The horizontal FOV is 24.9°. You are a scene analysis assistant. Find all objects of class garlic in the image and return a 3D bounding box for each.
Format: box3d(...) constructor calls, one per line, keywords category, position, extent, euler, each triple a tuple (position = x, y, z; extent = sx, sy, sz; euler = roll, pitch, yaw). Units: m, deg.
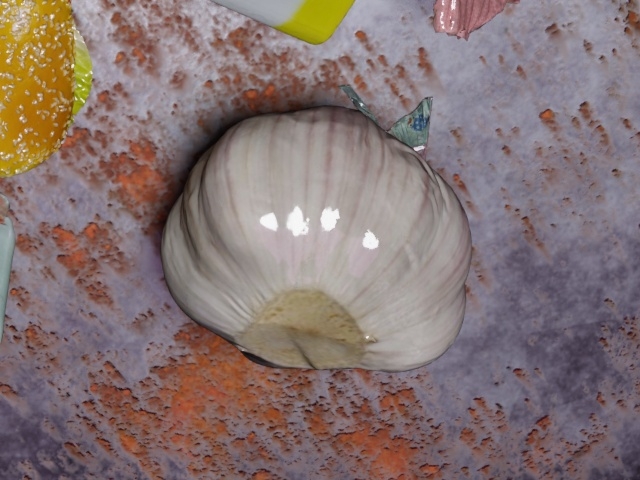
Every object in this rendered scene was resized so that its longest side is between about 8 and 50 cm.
box3d(category="garlic", position=(0.000, 0.000, 1.467), extent=(0.317, 0.259, 0.317), euler=(3, 150, 2))

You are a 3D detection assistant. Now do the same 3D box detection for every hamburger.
box3d(category="hamburger", position=(-0.297, -0.168, 1.372), extent=(0.116, 0.173, 0.210), euler=(17, 115, 21))

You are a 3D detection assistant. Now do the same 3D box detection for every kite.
box3d(category="kite", position=(0.066, -0.111, 1.557), extent=(0.139, 0.011, 0.157), euler=(-37, 118, 4))

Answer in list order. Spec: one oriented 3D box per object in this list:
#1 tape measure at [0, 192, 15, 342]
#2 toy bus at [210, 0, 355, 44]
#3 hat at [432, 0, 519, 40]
box3d(category="tape measure", position=(-0.388, 0.096, 1.436), extent=(0.125, 0.243, 0.246), euler=(25, 115, -20))
box3d(category="toy bus", position=(-0.147, -0.342, 1.204), extent=(0.440, 0.249, 0.209), euler=(18, 112, -43))
box3d(category="hat", position=(0.128, -0.341, 1.362), extent=(0.107, 0.237, 0.286), euler=(0, 112, 16))
